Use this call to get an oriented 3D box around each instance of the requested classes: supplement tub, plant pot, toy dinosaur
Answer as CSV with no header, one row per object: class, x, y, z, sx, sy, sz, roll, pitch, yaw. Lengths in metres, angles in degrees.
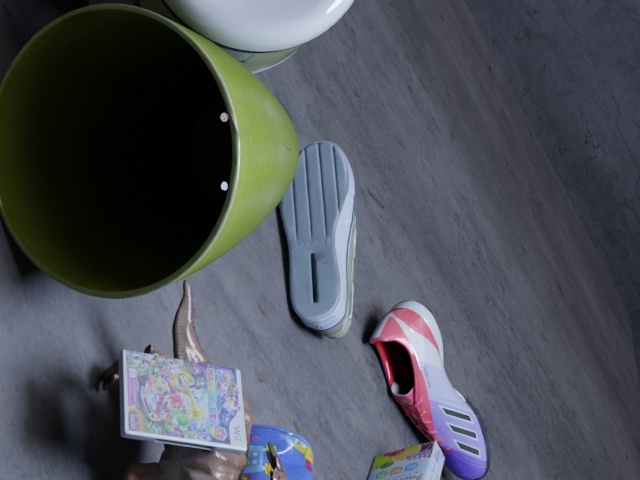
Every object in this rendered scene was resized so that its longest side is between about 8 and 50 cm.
supplement tub,-0.091,-0.308,1.406,0.235,0.235,0.325,67,-12,-5
plant pot,-0.141,-0.090,1.310,0.293,0.275,0.274,-8,78,-67
toy dinosaur,-0.105,0.194,1.256,0.200,0.127,0.295,16,46,-28

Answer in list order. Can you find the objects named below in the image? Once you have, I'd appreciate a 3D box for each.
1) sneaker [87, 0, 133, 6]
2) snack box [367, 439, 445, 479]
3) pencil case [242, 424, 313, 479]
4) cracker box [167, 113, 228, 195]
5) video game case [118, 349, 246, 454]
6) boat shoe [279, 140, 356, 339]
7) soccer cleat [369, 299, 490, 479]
sneaker,-0.249,-0.243,1.494,0.075,0.057,0.161,17,58,-70
snack box,0.114,0.340,1.768,0.037,0.100,0.141,63,23,-16
pencil case,-0.060,0.348,1.324,0.133,0.119,0.306,28,43,-34
cracker box,-0.156,-0.095,1.569,0.155,0.067,0.232,68,21,-2
video game case,-0.127,0.149,1.169,0.122,0.011,0.087,14,49,-28
boat shoe,0.000,0.000,1.835,0.094,0.109,0.302,63,26,-59
soccer cleat,0.168,0.255,2.001,0.116,0.109,0.318,-36,107,-47
